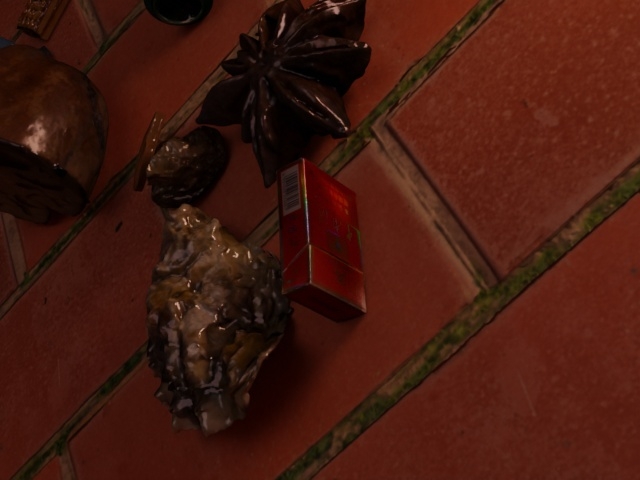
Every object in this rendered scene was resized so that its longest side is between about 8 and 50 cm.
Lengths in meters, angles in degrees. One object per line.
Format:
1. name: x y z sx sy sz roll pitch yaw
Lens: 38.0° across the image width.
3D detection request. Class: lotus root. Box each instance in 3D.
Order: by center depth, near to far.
1. lotus root: -0.485 -0.170 1.576 0.316 0.316 0.250 -9 44 39

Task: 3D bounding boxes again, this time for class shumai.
1. shumai: -0.209 -0.123 1.398 0.139 0.105 0.123 -28 44 -4

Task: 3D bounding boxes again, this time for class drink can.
1. drink can: -0.241 -0.470 1.580 0.118 0.118 0.205 -26 55 30

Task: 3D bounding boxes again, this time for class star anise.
1. star anise: -0.050 -0.212 1.285 0.315 0.108 0.315 -17 61 35

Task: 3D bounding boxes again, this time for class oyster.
1. oyster: -0.150 0.098 1.205 0.237 0.114 0.351 -33 50 25

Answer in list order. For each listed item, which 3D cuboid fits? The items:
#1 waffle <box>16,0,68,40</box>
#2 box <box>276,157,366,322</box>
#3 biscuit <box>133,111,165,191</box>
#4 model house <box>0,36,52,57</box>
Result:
1. waffle: -0.571 -0.494 1.941 0.102 0.042 0.148 24 85 47
2. box: 0.001 0.000 1.123 0.048 0.112 0.175 -24 55 30
3. biscuit: -0.269 -0.147 1.456 0.140 0.023 0.118 -101 30 -64
4. model house: -0.679 -0.299 1.767 0.215 0.303 0.237 -53 45 17
